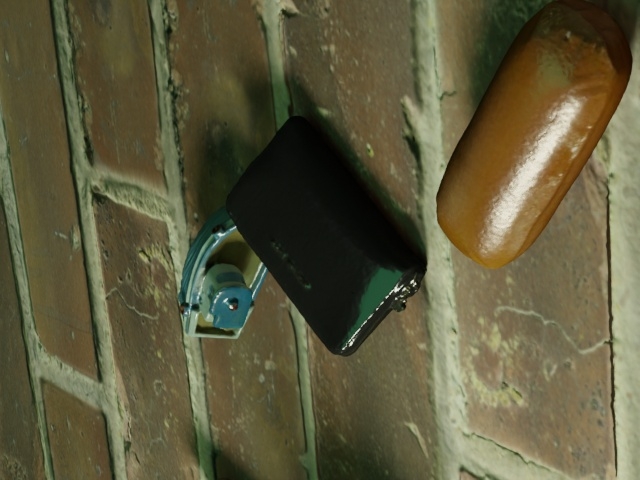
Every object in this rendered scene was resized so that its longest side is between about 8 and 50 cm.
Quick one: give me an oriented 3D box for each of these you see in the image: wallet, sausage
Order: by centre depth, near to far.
[{"bbox_3d":[0.176,-0.086,1.285,0.105,0.105,0.274,54,142,26],"label":"sausage"},{"bbox_3d":[0.000,0.000,1.588,0.149,0.044,0.250,-49,61,25],"label":"wallet"}]

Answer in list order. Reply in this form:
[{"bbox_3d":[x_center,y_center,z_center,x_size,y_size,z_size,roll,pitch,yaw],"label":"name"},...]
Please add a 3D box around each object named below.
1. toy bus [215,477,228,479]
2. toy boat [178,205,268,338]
[{"bbox_3d":[-0.090,0.386,1.901,0.226,0.081,0.074,36,127,46],"label":"toy bus"},{"bbox_3d":[-0.097,0.045,1.733,0.215,0.088,0.102,-67,32,32],"label":"toy boat"}]
